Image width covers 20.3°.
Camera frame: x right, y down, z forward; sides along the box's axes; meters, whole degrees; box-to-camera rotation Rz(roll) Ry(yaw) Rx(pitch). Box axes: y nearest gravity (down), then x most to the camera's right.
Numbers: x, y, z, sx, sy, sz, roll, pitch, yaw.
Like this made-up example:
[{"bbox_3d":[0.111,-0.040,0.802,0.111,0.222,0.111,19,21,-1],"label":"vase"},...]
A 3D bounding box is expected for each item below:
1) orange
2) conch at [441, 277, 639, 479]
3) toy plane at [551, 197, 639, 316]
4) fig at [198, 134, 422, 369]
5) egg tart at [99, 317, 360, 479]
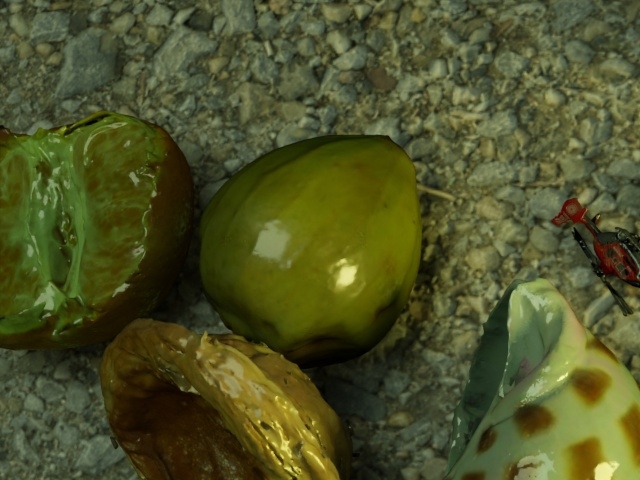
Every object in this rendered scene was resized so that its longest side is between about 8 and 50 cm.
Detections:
[{"bbox_3d":[-0.283,0.003,2.065,0.335,0.196,0.262,-18,47,18],"label":"orange"},{"bbox_3d":[0.206,0.234,1.687,0.368,0.197,0.249,-66,19,-1],"label":"conch"},{"bbox_3d":[0.294,0.008,1.823,0.060,0.037,0.145,-47,58,18],"label":"toy plane"},{"bbox_3d":[0.000,0.000,1.874,0.239,0.239,0.271,31,78,36],"label":"fig"},{"bbox_3d":[-0.077,0.210,1.823,0.352,0.352,0.150,23,47,35],"label":"egg tart"}]
